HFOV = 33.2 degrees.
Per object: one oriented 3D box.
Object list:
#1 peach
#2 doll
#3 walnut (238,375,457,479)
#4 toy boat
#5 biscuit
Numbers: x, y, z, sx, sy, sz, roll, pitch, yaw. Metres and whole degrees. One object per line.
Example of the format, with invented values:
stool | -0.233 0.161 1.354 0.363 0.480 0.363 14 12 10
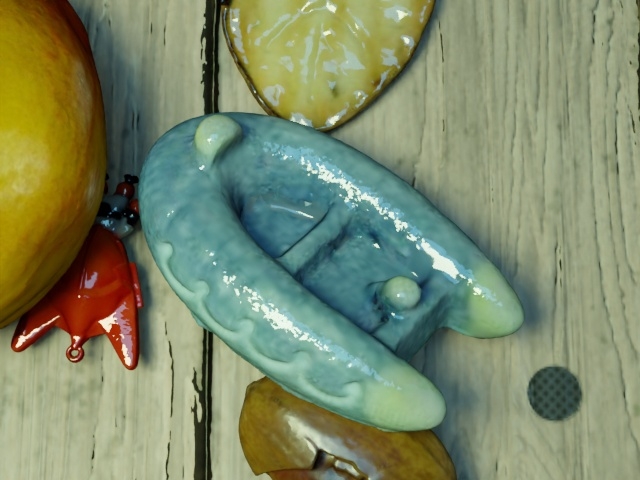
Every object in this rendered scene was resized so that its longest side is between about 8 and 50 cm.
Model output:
peach | -0.310 -0.084 0.833 0.289 0.289 0.307 15 84 3
doll | -0.194 0.021 0.920 0.109 0.057 0.169 9 80 3
walnut | 0.027 0.175 0.867 0.207 0.116 0.115 28 80 3
toy boat | 0.000 0.000 0.854 0.330 0.123 0.215 37 56 18
biscuit | 0.003 -0.219 0.981 0.203 0.041 0.260 9 80 -2
